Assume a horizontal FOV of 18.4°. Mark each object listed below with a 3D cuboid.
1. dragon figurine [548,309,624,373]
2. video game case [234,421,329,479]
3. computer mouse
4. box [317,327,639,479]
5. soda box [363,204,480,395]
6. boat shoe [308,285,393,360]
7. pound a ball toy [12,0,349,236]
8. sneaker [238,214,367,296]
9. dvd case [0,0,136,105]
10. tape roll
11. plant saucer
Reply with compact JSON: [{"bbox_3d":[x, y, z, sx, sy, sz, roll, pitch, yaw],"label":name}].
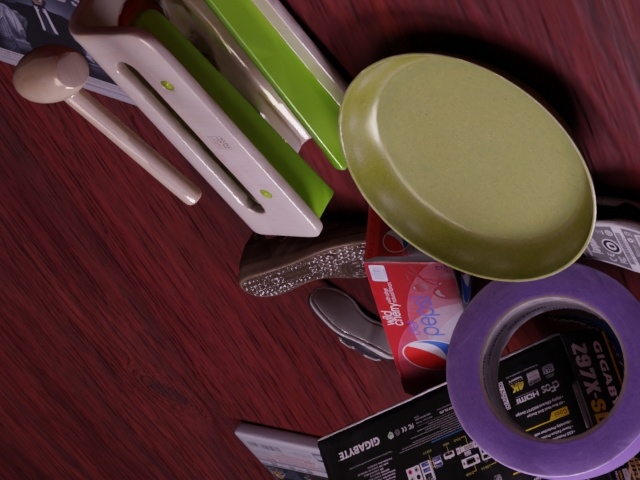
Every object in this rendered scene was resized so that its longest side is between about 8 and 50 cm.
[{"bbox_3d":[0.326,0.184,1.866,0.289,0.144,0.085,36,154,-16],"label":"dragon figurine"},{"bbox_3d":[0.002,0.304,2.598,0.190,0.022,0.173,7,147,38],"label":"video game case"},{"bbox_3d":[0.236,-0.014,1.709,0.193,0.042,0.106,14,148,41],"label":"computer mouse"},{"bbox_3d":[0.165,0.256,1.876,0.322,0.257,0.079,-29,165,37],"label":"box"},{"bbox_3d":[0.104,0.050,1.886,0.083,0.092,0.263,-1,147,11],"label":"soda box"},{"bbox_3d":[0.033,0.091,2.123,0.125,0.046,0.038,30,152,-22],"label":"boat shoe"},{"bbox_3d":[-0.118,-0.117,1.678,0.135,0.208,0.319,6,148,46],"label":"pound a ball toy"},{"bbox_3d":[0.000,0.000,1.964,0.188,0.071,0.066,-13,145,25],"label":"sneaker"},{"bbox_3d":[-0.251,-0.221,1.835,0.179,0.029,0.239,19,155,19],"label":"dvd case"},{"bbox_3d":[0.210,0.116,1.739,0.189,0.189,0.080,20,177,18],"label":"tape roll"},{"bbox_3d":[0.128,-0.068,1.665,0.241,0.037,0.241,21,139,20],"label":"plant saucer"}]
